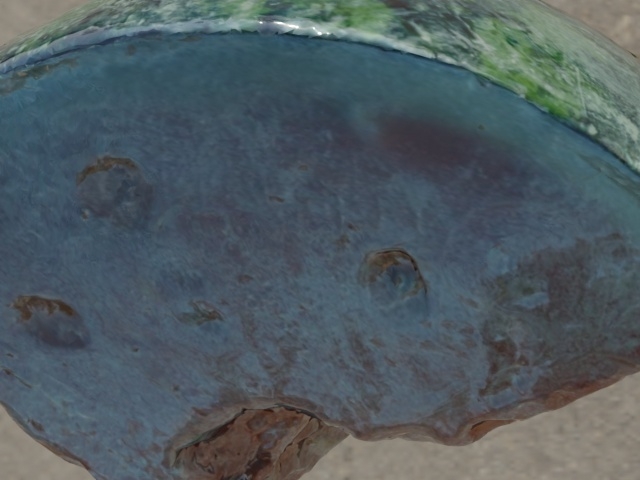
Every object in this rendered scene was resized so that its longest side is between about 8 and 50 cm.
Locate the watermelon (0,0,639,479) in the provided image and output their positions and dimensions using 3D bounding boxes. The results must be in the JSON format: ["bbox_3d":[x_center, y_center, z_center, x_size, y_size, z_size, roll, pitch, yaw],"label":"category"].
[{"bbox_3d":[0.000,0.000,0.564,0.318,0.148,0.226,1,121,20],"label":"watermelon"}]
